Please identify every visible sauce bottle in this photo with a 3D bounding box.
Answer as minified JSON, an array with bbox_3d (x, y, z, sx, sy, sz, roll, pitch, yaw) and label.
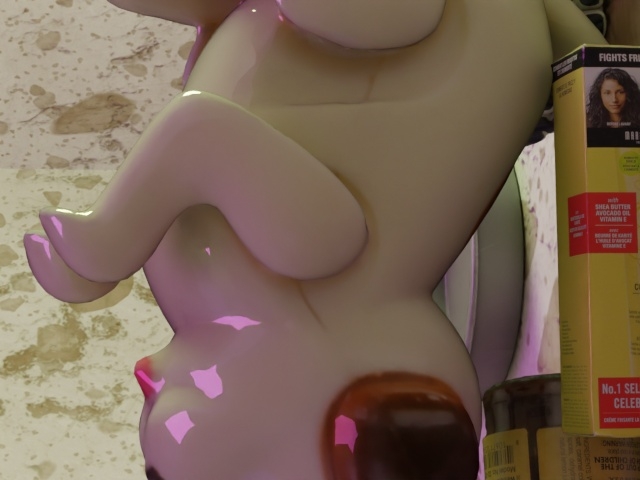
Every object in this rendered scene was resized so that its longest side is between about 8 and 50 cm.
[{"bbox_3d":[0.165,0.262,0.973,0.111,0.111,0.344,126,145,-73],"label":"sauce bottle"}]

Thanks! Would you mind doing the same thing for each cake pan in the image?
[{"bbox_3d":[0.124,0.019,1.385,0.293,0.054,0.293,180,90,-80],"label":"cake pan"}]

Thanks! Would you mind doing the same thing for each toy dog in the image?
[{"bbox_3d":[0.000,0.000,0.974,0.284,0.395,0.408,-19,62,59],"label":"toy dog"}]

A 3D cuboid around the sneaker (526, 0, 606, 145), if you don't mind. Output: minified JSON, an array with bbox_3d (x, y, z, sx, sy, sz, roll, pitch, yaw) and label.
[{"bbox_3d":[0.164,-0.204,1.117,0.110,0.107,0.275,-54,-27,-73],"label":"sneaker"}]

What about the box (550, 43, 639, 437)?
[{"bbox_3d":[0.190,0.001,0.915,0.058,0.087,0.232,156,115,-79],"label":"box"}]
